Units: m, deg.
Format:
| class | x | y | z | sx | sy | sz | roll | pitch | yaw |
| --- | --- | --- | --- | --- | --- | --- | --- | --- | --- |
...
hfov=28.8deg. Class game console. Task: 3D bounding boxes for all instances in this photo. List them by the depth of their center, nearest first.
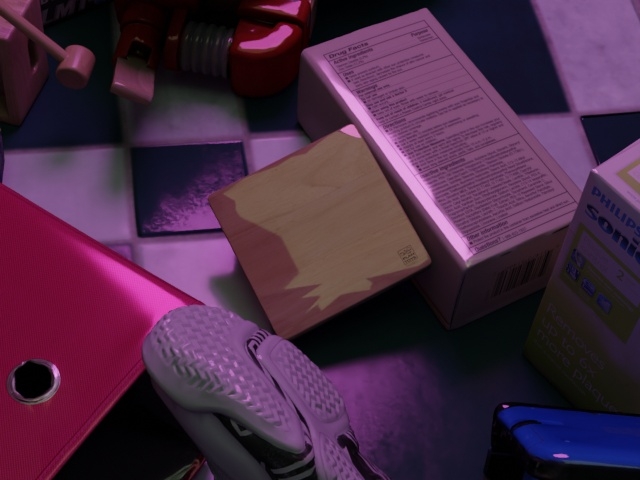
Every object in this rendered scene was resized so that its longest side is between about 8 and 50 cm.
| class | x | y | z | sx | sy | sz | roll | pitch | yaw |
| --- | --- | --- | --- | --- | --- | --- | --- | --- | --- |
| game console | 0.273 | 0.224 | 0.936 | 0.293 | 0.250 | 0.173 | 5 | 93 | -1 |

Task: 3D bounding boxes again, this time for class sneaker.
| class | x | y | z | sx | sy | sz | roll | pitch | yaw |
| --- | --- | --- | --- | --- | --- | --- | --- | --- | --- |
| sneaker | -0.034 | 0.223 | 0.895 | 0.366 | 0.210 | 0.137 | 45 | 16 | -19 |

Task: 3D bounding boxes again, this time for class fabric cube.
| class | x | y | z | sx | sy | sz | roll | pitch | yaw |
| --- | --- | --- | --- | --- | --- | --- | --- | --- | --- |
| fabric cube | -0.260 | 0.137 | 0.974 | 0.258 | 0.259 | 0.254 | 30 | 57 | 17 |

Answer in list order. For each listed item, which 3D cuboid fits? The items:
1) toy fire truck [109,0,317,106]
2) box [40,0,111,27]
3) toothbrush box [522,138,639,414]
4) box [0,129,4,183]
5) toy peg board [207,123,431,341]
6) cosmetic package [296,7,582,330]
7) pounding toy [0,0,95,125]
| class | x | y | z | sx | sy | sz | roll | pitch | yaw |
| --- | --- | --- | --- | --- | --- | --- | --- | --- | --- |
| toy fire truck | -0.129 | -0.210 | 1.329 | 0.217 | 0.158 | 0.246 | 13 | 65 | 3 |
| box | -0.323 | -0.393 | 1.484 | 0.295 | 0.073 | 0.293 | -28 | 60 | -23 |
| toothbrush box | 0.308 | 0.066 | 1.068 | 0.122 | 0.283 | 0.206 | -30 | 62 | -25 |
| box | -0.346 | -0.031 | 1.218 | 0.059 | 0.054 | 0.169 | 0 | 53 | -6 |
| toy peg board | 0.000 | 0.000 | 1.210 | 0.161 | 0.079 | 0.161 | -27 | 75 | -4 |
| cosmetic package | 0.117 | -0.080 | 1.265 | 0.160 | 0.113 | 0.309 | -21 | 57 | -20 |
| pounding toy | -0.321 | -0.214 | 1.279 | 0.206 | 0.181 | 0.094 | 14 | 53 | 5 |
